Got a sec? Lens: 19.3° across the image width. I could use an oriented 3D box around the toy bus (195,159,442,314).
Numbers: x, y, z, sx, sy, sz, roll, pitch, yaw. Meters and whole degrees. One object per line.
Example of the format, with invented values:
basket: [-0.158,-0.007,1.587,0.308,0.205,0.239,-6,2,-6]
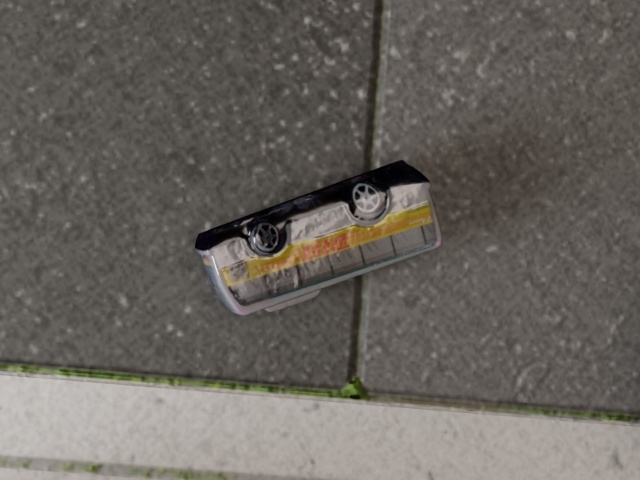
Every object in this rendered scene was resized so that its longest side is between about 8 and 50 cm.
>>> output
toy bus: [0.000,0.000,1.345,0.172,0.057,0.072,-20,97,-12]
